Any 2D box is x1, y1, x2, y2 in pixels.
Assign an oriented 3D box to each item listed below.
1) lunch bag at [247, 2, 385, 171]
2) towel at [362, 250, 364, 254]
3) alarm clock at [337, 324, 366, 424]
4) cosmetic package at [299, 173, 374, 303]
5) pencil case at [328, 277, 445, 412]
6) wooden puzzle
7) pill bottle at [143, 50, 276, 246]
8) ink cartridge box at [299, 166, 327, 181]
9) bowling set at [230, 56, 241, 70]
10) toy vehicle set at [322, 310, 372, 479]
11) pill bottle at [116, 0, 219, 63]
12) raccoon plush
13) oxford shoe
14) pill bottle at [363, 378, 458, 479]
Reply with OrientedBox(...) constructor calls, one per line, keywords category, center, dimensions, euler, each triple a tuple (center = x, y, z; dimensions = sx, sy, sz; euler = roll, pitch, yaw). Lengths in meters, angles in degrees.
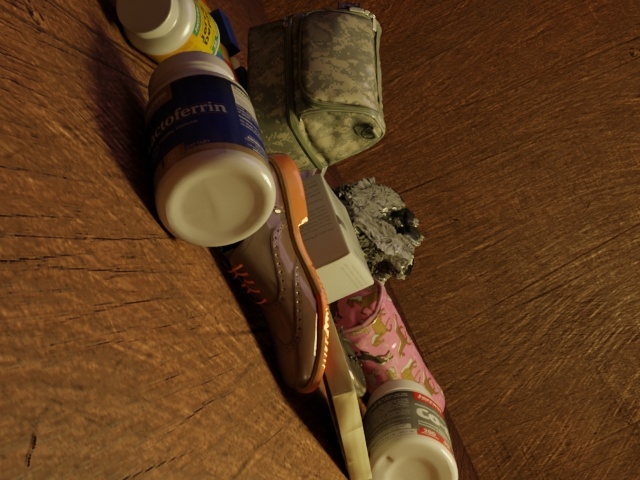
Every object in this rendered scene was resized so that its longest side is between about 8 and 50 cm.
OrientedBox(category="lunch bag", center=(0.001, -0.308, 1.980), dimensions=(0.212, 0.256, 0.305), euler=(59, 25, -54))
OrientedBox(category="towel", center=(0.008, 0.032, 1.965), dimensions=(0.110, 0.148, 0.027), euler=(60, -11, -23))
OrientedBox(category="alarm clock", center=(0.046, 0.252, 1.840), dimensions=(0.129, 0.064, 0.192), euler=(46, 23, -68))
OrientedBox(category="cosmetic package", center=(-0.016, 0.009, 1.832), dimensions=(0.151, 0.151, 0.183), euler=(50, 17, -59))
OrientedBox(category="pencil case", center=(0.126, 0.239, 2.058), dimensions=(0.386, 0.167, 0.160), euler=(60, 38, -39))
OrientedBox(category="wooden puzzle", center=(-0.215, -0.381, 1.994), dimensions=(0.322, 0.080, 0.348), euler=(68, 8, 23))
OrientedBox(category="pill bottle", center=(-0.155, -0.130, 1.324), dimensions=(0.153, 0.153, 0.264), euler=(58, 10, -44))
OrientedBox(category="ink cartridge box", center=(-0.038, -0.230, 2.260), dimensions=(0.261, 0.066, 0.296), euler=(83, 23, -50))
OrientedBox(category="bowling set", center=(-0.087, -0.342, 2.345), dimensions=(0.287, 0.200, 0.154), euler=(44, 23, -59))
OrientedBox(category="toy vehicle set", center=(0.032, 0.249, 1.582), dimensions=(0.267, 0.035, 0.166), euler=(79, -5, -48))
OrientedBox(category="pill bottle", center=(-0.238, -0.336, 1.546), dimensions=(0.117, 0.118, 0.208), euler=(66, 8, 8))
OrientedBox(category="raccoon plush", center=(0.000, 0.000, 2.164), dimensions=(0.446, 0.299, 0.216), euler=(25, 44, -25))
OrientedBox(category="oxford shoe", center=(-0.083, 0.054, 1.478), dimensions=(0.130, 0.133, 0.363), euler=(-23, -102, 55))
OrientedBox(category="pill bottle", center=(0.157, 0.370, 1.823), dimensions=(0.161, 0.161, 0.283), euler=(63, 8, -14))
